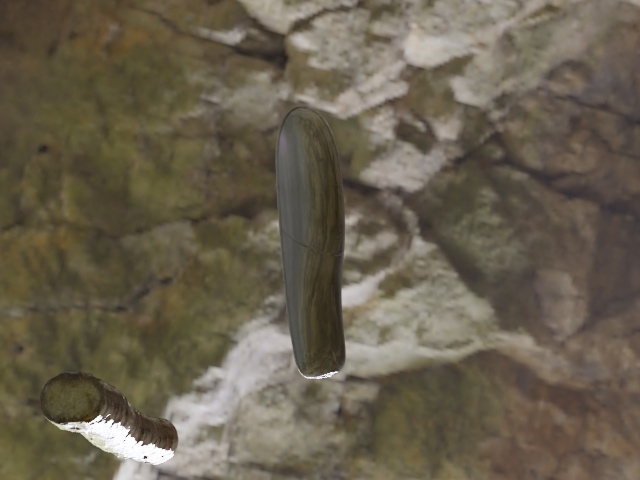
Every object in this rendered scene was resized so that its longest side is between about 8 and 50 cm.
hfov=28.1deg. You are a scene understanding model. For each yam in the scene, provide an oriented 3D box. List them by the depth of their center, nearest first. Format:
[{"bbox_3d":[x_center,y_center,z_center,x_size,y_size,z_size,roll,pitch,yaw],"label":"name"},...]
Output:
[{"bbox_3d":[-0.218,0.198,1.376,0.299,0.066,0.066,63,36,-70],"label":"yam"}]

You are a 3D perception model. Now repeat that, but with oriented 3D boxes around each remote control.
[{"bbox_3d":[0.000,0.000,1.072,0.073,0.044,0.229,2,82,-61],"label":"remote control"}]
